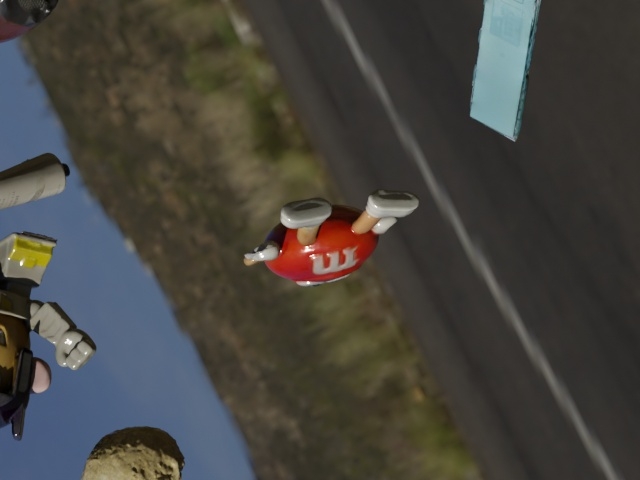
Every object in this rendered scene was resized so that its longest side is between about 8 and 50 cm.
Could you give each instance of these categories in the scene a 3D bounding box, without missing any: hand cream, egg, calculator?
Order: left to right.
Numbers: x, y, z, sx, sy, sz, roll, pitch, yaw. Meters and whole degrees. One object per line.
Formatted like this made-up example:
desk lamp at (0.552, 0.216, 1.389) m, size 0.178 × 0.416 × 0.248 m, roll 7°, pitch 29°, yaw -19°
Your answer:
hand cream at (-0.395, -0.064, 2.450) m, size 0.054 × 0.186 × 0.087 m, roll 60°, pitch 144°, yaw 11°
egg at (-0.237, 0.292, 2.441) m, size 0.116 × 0.140 × 0.118 m, roll 61°, pitch -178°, yaw 0°
calculator at (0.158, -0.163, 1.674) m, size 0.057 × 0.018 × 0.172 m, roll 33°, pitch 140°, yaw 28°

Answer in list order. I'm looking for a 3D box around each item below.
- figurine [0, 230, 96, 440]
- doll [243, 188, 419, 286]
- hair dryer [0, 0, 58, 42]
figurine at (-0.451, 0.134, 2.645) m, size 0.143 × 0.308 × 0.308 m, roll 31°, pitch -149°, yaw -63°
doll at (0.000, 0.000, 2.134) m, size 0.217 × 0.183 × 0.085 m, roll 140°, pitch 118°, yaw -65°
hair dryer at (-0.440, -0.172, 2.193) m, size 0.123 × 0.312 × 0.340 m, roll 26°, pitch -115°, yaw -47°
